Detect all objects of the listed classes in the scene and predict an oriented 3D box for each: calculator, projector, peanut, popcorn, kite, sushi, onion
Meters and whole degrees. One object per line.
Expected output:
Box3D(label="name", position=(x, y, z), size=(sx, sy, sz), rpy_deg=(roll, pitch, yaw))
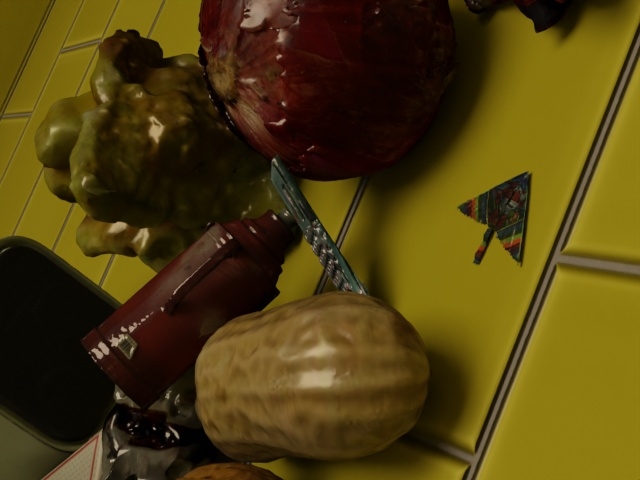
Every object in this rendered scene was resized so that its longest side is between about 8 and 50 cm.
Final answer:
Box3D(label="calculator", position=(0.000, 0.000, 1.039), size=(0.018, 0.172, 0.057), rpy_deg=(-29, -13, -13))
Box3D(label="projector", position=(-0.407, 0.183, 1.434), size=(0.249, 0.248, 0.248), rpy_deg=(-41, 17, 38))
Box3D(label="peanut", position=(-0.021, 0.124, 0.966), size=(0.325, 0.153, 0.140), rpy_deg=(-25, 80, 61))
Box3D(label="popcorn", position=(-0.169, -0.079, 1.288), size=(0.321, 0.325, 0.290), rpy_deg=(-50, -8, -32))
Box3D(label="kite", position=(0.150, -0.021, 0.934), size=(0.090, 0.004, 0.122), rpy_deg=(-60, 27, 7))
Box3D(label="sushi", position=(-0.160, 0.197, 1.144), size=(0.130, 0.124, 0.332), rpy_deg=(105, 177, -65))
Box3D(label="onion", position=(0.008, -0.191, 1.086), size=(0.276, 0.276, 0.276), rpy_deg=(-41, 35, 37))

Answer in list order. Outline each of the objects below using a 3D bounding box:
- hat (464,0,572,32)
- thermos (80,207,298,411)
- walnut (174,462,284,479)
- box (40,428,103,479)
Box3D(label="hat", position=(0.184, -0.242, 0.985), size=(0.227, 0.128, 0.140), rpy_deg=(146, 126, -72))
Box3D(label="thermos", position=(-0.113, 0.051, 1.067), size=(0.232, 0.099, 0.124), rpy_deg=(-42, -14, -5))
Box3D(label="walnut", position=(-0.083, 0.262, 0.963), size=(0.180, 0.144, 0.144), rpy_deg=(-27, 44, 54))
Box3D(label="box", position=(-0.273, 0.400, 1.219), size=(0.210, 0.095, 0.330), rpy_deg=(-39, 35, 39))
